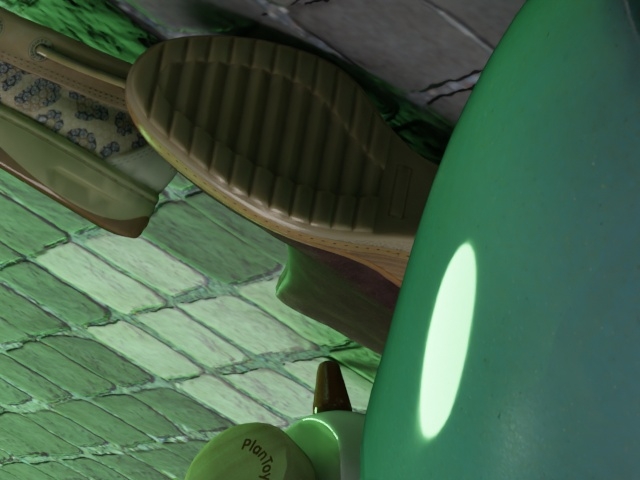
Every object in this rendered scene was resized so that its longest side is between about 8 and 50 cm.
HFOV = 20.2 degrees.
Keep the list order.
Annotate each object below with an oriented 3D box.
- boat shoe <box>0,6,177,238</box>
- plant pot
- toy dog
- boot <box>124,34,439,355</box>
[{"bbox_3d":[-0.185,-0.108,0.878,0.285,0.089,0.104,35,178,-28],"label":"boat shoe"},{"bbox_3d":[0.163,0.013,0.556,0.293,0.293,0.235,19,141,14],"label":"plant pot"},{"bbox_3d":[0.087,0.139,1.127,0.334,0.161,0.220,3,150,13],"label":"toy dog"},{"bbox_3d":[0.000,0.000,0.922,0.248,0.090,0.207,24,156,-8],"label":"boot"}]
